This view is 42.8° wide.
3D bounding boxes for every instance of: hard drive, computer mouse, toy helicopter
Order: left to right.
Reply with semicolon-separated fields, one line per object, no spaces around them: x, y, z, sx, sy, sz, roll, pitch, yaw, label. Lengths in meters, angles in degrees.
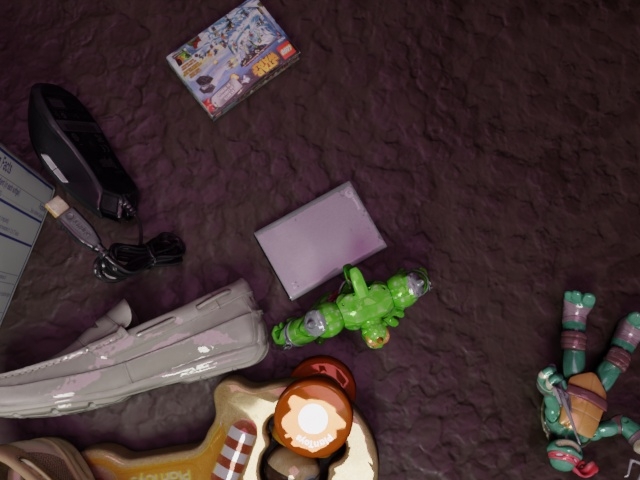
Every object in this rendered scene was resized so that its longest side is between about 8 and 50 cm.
-0.270;-0.056;0.902;0.060;0.184;0.262;-36;91;17;computer mouse
-0.109;0.271;0.918;0.355;0.140;0.235;-8;93;4;toy helicopter
0.000;0.000;0.992;0.135;0.022;0.094;-29;87;-8;hard drive

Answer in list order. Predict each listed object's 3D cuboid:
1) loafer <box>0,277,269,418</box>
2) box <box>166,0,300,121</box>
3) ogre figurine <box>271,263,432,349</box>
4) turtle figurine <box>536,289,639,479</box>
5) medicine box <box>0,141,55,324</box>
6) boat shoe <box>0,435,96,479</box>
-0.219;0.122;0.919;0.319;0.112;0.111;-13;80;-15;loafer
-0.106;-0.224;1.004;0.137;0.027;0.094;-37;87;-8;box
0.042;0.076;0.940;0.197;0.118;0.097;-2;84;-5;ogre figurine
0.312;0.186;0.958;0.175;0.118;0.234;28;66;-17;turtle figurine
-0.414;0.026;0.825;0.149;0.263;0.289;20;82;-4;medicine box
-0.241;0.346;0.814;0.121;0.110;0.341;-48;67;7;boat shoe
